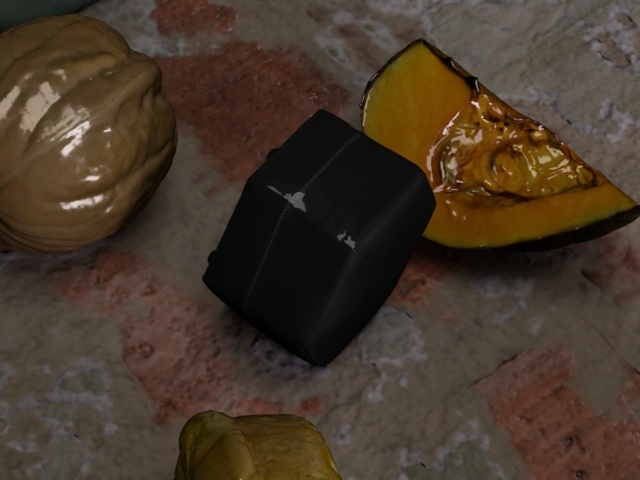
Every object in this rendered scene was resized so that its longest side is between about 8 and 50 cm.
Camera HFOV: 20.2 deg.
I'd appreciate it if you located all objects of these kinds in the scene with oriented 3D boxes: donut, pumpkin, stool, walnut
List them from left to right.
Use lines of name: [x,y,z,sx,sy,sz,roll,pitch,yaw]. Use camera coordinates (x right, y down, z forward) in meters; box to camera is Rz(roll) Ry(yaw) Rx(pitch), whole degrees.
walnut: [-0.254,-0.105,1.745,0.225,0.225,0.261,33,42,13]
donut: [-0.044,0.265,1.517,0.128,0.208,0.261,-7,60,-17]
stool: [0.000,0.000,1.716,0.141,0.232,0.232,32,54,14]
pumpkin: [0.179,-0.053,1.868,0.312,0.148,0.169,40,95,27]

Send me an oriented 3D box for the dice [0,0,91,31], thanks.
dice: [-0.338,-0.404,1.911,0.265,0.262,0.268,-30,65,-28]
